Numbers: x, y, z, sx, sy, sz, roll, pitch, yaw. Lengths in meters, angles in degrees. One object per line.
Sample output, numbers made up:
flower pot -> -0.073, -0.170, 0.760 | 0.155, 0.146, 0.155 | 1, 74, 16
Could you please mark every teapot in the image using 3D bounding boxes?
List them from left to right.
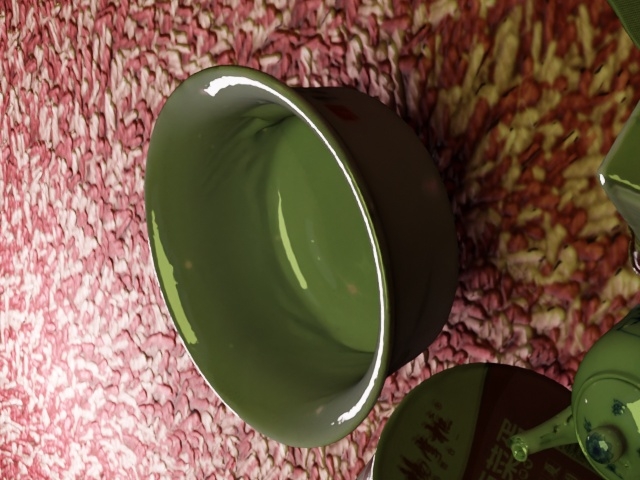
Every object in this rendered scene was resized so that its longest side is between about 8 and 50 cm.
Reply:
teapot -> 0.246, 0.125, 0.901 | 0.232, 0.159, 0.159 | -23, 86, 53

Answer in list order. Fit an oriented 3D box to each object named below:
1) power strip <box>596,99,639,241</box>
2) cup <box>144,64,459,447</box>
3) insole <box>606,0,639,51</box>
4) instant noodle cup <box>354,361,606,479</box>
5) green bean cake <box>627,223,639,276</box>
power strip -> 0.285, -0.083, 0.734 | 0.140, 0.139, 0.224 | 29, 88, 32
cup -> 0.000, 0.000, 1.148 | 0.347, 0.163, 0.347 | 24, 121, 45
insole -> 0.210, -0.163, 0.820 | 0.232, 0.003, 0.080 | 40, 155, -26
instant noodle cup -> 0.123, 0.241, 1.056 | 0.235, 0.234, 0.178 | 61, 150, 14
green bean cake -> 0.279, -0.023, 0.873 | 0.135, 0.056, 0.136 | 21, 121, 47
